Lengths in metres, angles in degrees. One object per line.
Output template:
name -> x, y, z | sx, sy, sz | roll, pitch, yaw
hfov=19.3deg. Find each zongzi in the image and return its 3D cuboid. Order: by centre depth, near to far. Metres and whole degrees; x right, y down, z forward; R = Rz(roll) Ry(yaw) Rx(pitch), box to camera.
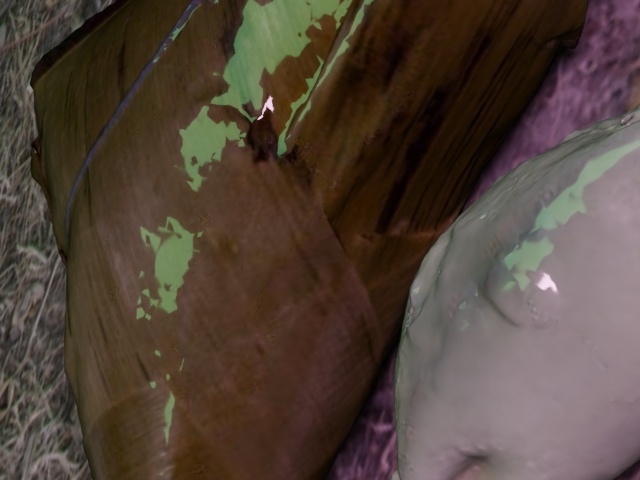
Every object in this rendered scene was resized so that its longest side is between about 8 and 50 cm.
zongzi -> 0.000, 0.000, 0.786 | 0.323, 0.160, 0.360 | -41, 40, 41

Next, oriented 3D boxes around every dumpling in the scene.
dumpling -> 0.088, 0.009, 0.691 | 0.216, 0.105, 0.149 | -55, 39, 31
